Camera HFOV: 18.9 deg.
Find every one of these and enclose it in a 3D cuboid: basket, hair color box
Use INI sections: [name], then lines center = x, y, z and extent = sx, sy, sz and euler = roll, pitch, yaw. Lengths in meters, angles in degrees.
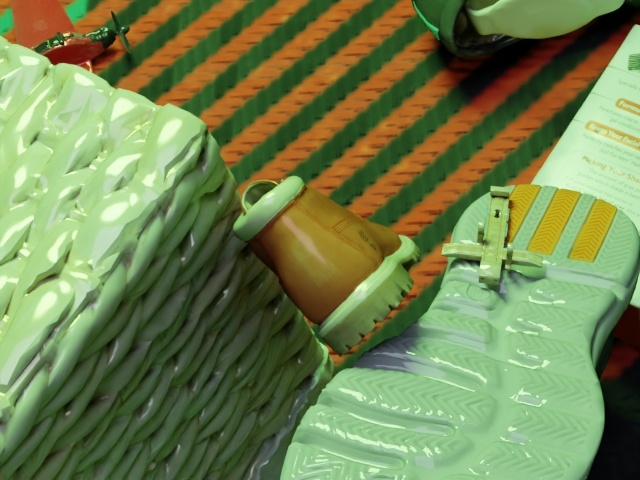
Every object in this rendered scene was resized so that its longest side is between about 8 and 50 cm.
[basket]
center = -0.218, 0.071, 0.960
extent = 0.328, 0.266, 0.331
euler = 24, 64, 24
[hair color box]
center = 0.178, -0.032, 1.072
extent = 0.093, 0.053, 0.167
euler = 25, 67, 25

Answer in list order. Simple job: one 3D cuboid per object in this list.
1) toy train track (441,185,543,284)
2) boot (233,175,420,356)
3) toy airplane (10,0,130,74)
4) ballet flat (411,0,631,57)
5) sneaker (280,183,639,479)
[toy train track]
center = 0.084, -0.007, 0.922
extent = 0.048, 0.014, 0.083
euler = 7, 32, 5
[boot]
center = 0.000, 0.000, 0.905
extent = 0.084, 0.158, 0.059
euler = 44, 93, -2
[toy airplane]
center = -0.191, -0.109, 1.205
extent = 0.151, 0.028, 0.151
euler = -4, 59, 7
[ballet flat]
center = 0.189, -0.168, 1.117
extent = 0.280, 0.095, 0.096
euler = -20, 39, 15
[sneaker]
center = 0.074, 0.121, 0.903
extent = 0.124, 0.180, 0.321
euler = 17, 35, 20
